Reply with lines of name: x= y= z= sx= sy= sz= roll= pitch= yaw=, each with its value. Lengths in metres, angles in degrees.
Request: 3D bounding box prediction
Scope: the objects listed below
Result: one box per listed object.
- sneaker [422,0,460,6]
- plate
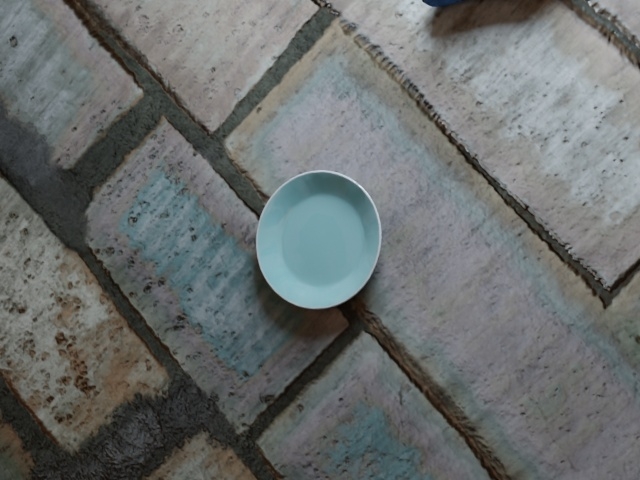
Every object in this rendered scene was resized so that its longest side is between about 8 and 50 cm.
sneaker: x=0.226 y=-0.338 z=1.896 sx=0.209 sy=0.069 sz=0.082 roll=-25 pitch=78 yaw=21
plate: x=0.000 y=0.000 z=1.997 sx=0.188 sy=0.024 sz=0.188 roll=-3 pitch=83 yaw=25
